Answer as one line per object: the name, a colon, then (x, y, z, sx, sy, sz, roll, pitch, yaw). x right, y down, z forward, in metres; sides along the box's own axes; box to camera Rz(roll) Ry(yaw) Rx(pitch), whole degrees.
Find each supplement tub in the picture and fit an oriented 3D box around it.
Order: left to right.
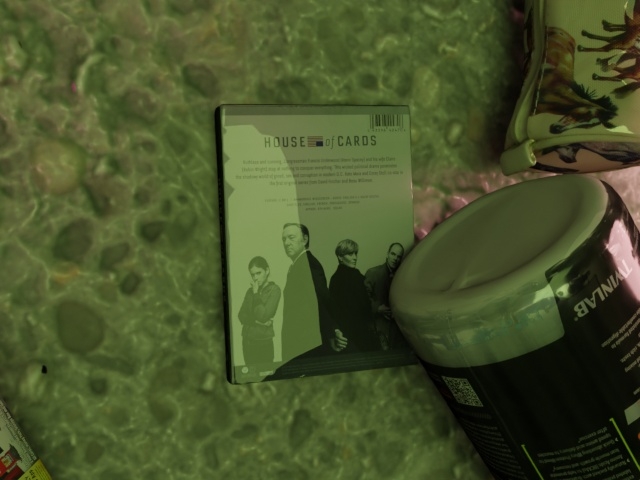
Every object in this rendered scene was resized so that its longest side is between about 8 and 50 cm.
supplement tub: (0.223, 0.130, 0.705, 0.207, 0.207, 0.338, -37, 108, -15)

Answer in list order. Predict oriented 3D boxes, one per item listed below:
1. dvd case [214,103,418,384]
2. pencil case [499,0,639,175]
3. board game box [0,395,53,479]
dvd case: (0.000, 0.000, 0.727, 0.179, 0.029, 0.239, -3, 91, -19)
pencil case: (0.257, -0.256, 0.742, 0.183, 0.160, 0.411, 5, 89, -9)
board game box: (-0.300, 0.182, 0.561, 0.194, 0.060, 0.194, -43, 130, -38)
